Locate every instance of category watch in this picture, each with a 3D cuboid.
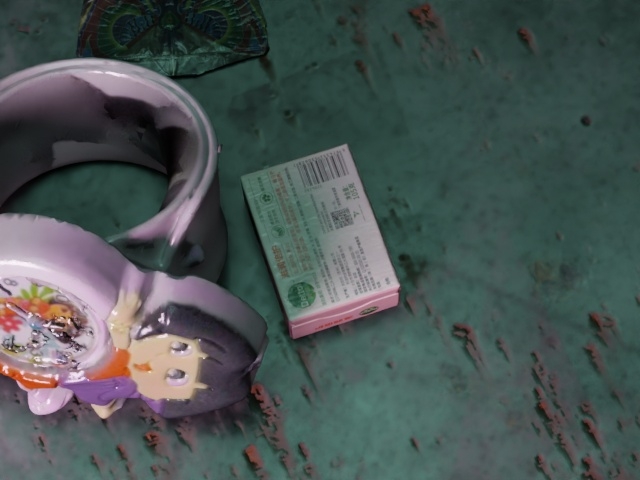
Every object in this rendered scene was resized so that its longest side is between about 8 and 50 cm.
[{"bbox_3d":[-0.150,-0.002,1.424,0.244,0.196,0.231,5,47,3],"label":"watch"}]

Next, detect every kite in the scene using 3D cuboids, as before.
[{"bbox_3d":[-0.125,-0.261,1.590,0.152,0.015,0.285,-3,71,-2],"label":"kite"}]

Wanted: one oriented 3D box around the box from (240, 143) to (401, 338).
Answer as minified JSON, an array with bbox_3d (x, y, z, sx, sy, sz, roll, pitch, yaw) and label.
[{"bbox_3d":[0.000,0.000,1.465,0.089,0.043,0.125,-16,69,-5],"label":"box"}]
